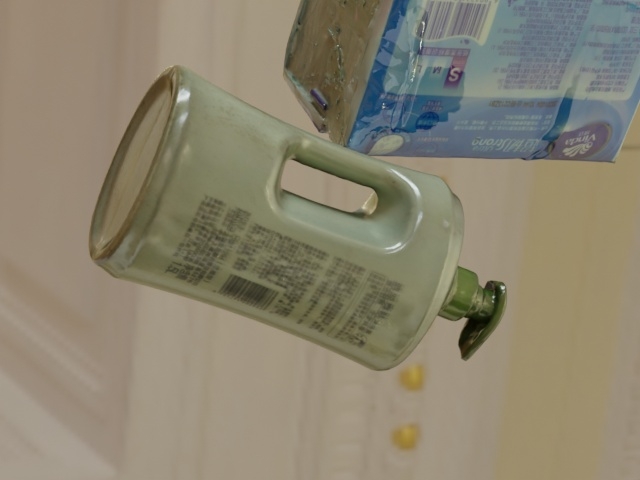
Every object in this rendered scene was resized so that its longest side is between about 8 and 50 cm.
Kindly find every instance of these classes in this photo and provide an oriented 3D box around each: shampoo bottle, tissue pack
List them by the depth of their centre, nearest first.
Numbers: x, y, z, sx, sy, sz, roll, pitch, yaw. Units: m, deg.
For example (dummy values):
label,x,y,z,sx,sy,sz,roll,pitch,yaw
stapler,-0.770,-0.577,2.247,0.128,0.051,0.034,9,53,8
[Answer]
label,x,y,z,sx,sy,sz,roll,pitch,yaw
shampoo bottle,0.000,0.000,1.095,0.118,0.234,0.087,-66,-158,6
tissue pack,0.128,-0.175,1.582,0.146,0.263,0.198,56,-43,46
